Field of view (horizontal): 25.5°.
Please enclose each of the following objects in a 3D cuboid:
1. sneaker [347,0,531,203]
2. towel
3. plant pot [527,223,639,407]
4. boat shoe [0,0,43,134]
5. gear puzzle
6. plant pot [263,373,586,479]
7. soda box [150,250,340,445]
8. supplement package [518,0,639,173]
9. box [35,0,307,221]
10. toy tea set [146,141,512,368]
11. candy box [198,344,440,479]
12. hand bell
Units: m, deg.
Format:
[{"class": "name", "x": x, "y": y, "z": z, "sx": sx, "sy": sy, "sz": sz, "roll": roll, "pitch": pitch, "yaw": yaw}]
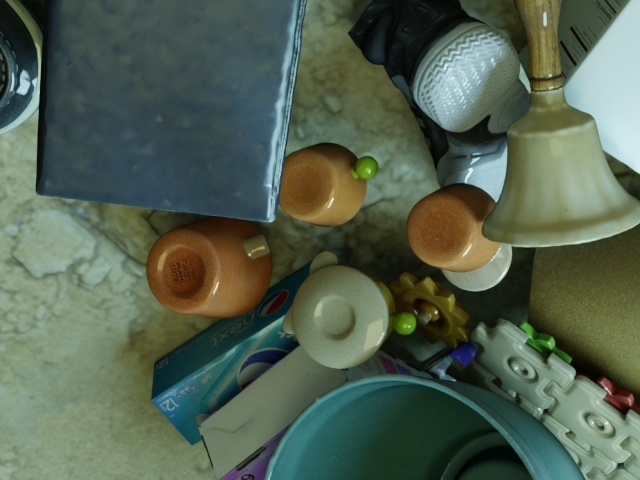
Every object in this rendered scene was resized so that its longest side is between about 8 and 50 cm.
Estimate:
[{"class": "sneaker", "x": 0.108, "y": -0.132, "z": 1.209, "sx": 0.101, "sy": 0.153, "sz": 0.268, "roll": -34, "pitch": 150, "yaw": -4}, {"class": "towel", "x": 0.145, "y": 0.127, "z": 1.386, "sx": 0.083, "sy": 0.009, "sz": 0.060, "roll": -33, "pitch": 113, "yaw": 13}, {"class": "plant pot", "x": 0.318, "y": 0.064, "z": 1.263, "sx": 0.254, "sy": 0.237, "sz": 0.237, "roll": 5, "pitch": 117, "yaw": 14}, {"class": "boat shoe", "x": -0.456, "y": -0.202, "z": 1.111, "sx": 0.500, "sy": 0.156, "sz": 0.187, "roll": 25, "pitch": 111, "yaw": -16}, {"class": "gear puzzle", "x": 0.200, "y": 0.135, "z": 1.255, "sx": 0.339, "sy": 0.044, "sz": 0.175, "roll": 36, "pitch": 150, "yaw": 8}, {"class": "plant pot", "x": 0.119, "y": 0.254, "z": 1.204, "sx": 0.196, "sy": 0.293, "sz": 0.293, "roll": 2, "pitch": 127, "yaw": -53}, {"class": "soda box", "x": -0.057, "y": 0.102, "z": 1.328, "sx": 0.210, "sy": 0.071, "sz": 0.067, "roll": -34, "pitch": 113, "yaw": 13}, {"class": "supplement package", "x": 0.308, "y": -0.163, "z": 1.172, "sx": 0.194, "sy": 0.149, "sz": 0.203, "roll": 30, "pitch": 111, "yaw": -16}, {"class": "box", "x": -0.103, "y": -0.211, "z": 1.044, "sx": 0.182, "sy": 0.296, "sz": 0.294, "roll": 5, "pitch": 116, "yaw": -6}, {"class": "toy tea set", "x": 0.000, "y": 0.000, "z": 1.226, "sx": 0.336, "sy": 0.124, "sz": 0.200, "roll": 18, "pitch": 99, "yaw": 21}, {"class": "candy box", "x": 0.016, "y": 0.177, "z": 1.321, "sx": 0.165, "sy": 0.070, "sz": 0.196, "roll": -40, "pitch": 139, "yaw": 20}, {"class": "hand bell", "x": 0.167, "y": -0.128, "z": 1.060, "sx": 0.126, "sy": 0.126, "sz": 0.242, "roll": -10, "pitch": 105, "yaw": 2}]
